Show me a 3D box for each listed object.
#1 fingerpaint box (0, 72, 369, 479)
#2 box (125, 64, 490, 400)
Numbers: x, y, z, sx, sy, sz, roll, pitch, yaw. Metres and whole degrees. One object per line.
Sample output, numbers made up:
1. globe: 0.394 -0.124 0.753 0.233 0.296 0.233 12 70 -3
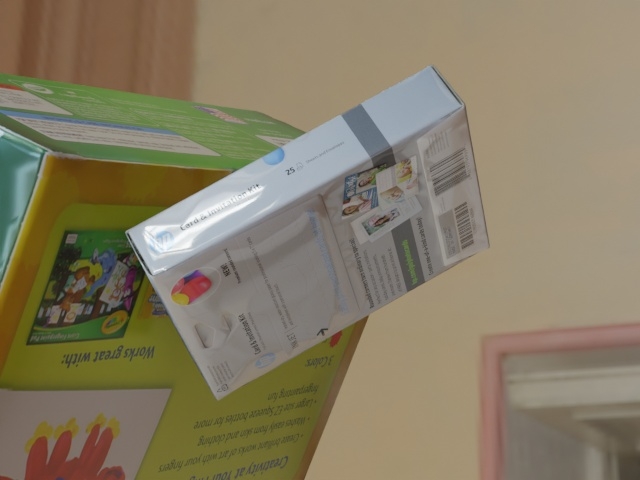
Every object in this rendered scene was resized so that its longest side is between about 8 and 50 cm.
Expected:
1. fingerpaint box: -0.157 0.095 1.048 0.445 0.163 0.371 -1 -66 -62
2. box: 0.000 0.000 0.896 0.038 0.186 0.145 55 172 33
